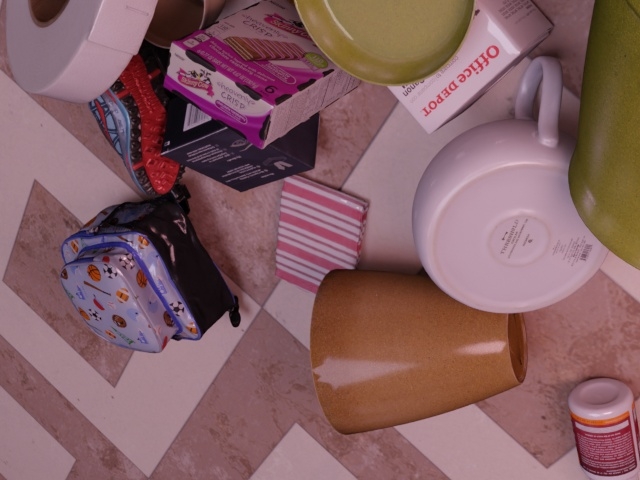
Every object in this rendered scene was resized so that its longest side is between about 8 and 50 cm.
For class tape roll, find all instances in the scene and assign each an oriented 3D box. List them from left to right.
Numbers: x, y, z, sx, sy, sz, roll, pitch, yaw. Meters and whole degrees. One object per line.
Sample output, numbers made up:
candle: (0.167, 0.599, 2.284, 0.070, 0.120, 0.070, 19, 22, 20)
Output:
tape roll: (-0.316, -0.375, 1.283, 0.392, 0.072, 0.391, -18, 67, 50)

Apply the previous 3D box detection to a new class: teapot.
teapot: (0.225, -0.054, 1.166, 0.256, 0.187, 0.252, -28, 120, 18)

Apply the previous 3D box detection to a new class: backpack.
backpack: (-0.307, 0.060, 1.621, 0.263, 0.213, 0.276, 3, 122, 48)

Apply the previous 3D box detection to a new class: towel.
towel: (0.000, 0.000, 1.468, 0.144, 0.029, 0.197, 23, 126, 24)

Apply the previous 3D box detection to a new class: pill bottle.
pill bottle: (0.388, 0.270, 1.304, 0.086, 0.086, 0.151, 1, 117, 36)

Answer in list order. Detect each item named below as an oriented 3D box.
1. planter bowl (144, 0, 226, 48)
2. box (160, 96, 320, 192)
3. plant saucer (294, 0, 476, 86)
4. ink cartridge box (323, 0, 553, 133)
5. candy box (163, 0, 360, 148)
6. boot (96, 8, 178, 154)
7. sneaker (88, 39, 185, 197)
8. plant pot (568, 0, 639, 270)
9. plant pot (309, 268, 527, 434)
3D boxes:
planter bowl: (-0.189, -0.358, 1.325, 0.162, 0.109, 0.162, 19, 128, 27)
box: (-0.111, -0.150, 1.355, 0.156, 0.093, 0.158, -14, 151, 41)
plant saucer: (0.072, -0.293, 1.080, 0.241, 0.037, 0.240, 18, 125, 28)
ink cartridge box: (0.127, -0.273, 1.147, 0.237, 0.100, 0.172, 49, 134, 1)
candy box: (-0.062, -0.223, 1.227, 0.159, 0.233, 0.071, 33, 131, 15)
boot: (-0.280, -0.232, 1.485, 0.229, 0.091, 0.262, -3, 117, 37)
sneaker: (-0.275, -0.190, 1.407, 0.125, 0.104, 0.261, 19, 130, 50)
plant pot: (0.393, -0.147, 0.888, 0.367, 0.366, 0.353, 32, 143, 16)
plant pot: (0.147, 0.148, 1.332, 0.255, 0.237, 0.237, -5, 114, 24)
